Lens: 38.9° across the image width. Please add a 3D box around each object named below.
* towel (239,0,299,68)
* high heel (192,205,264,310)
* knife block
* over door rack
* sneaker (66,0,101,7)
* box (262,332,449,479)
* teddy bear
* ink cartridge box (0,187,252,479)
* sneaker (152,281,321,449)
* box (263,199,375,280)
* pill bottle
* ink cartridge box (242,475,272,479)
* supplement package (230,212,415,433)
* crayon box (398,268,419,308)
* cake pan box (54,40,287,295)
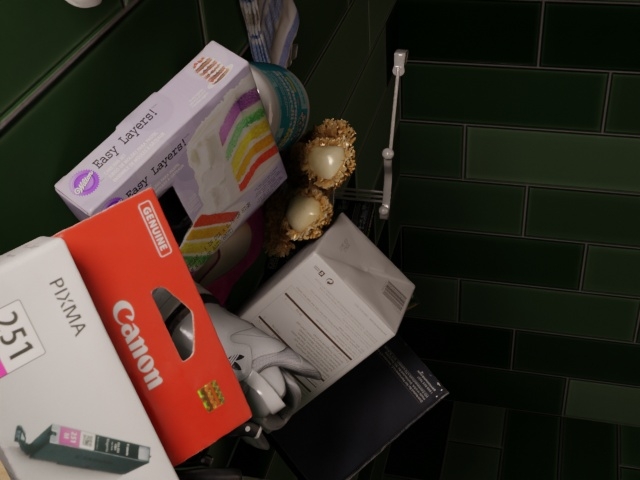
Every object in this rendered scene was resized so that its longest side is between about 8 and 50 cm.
[{"bbox_3d":[-0.088,-0.418,1.562,0.285,0.034,0.209,75,24,-55],"label":"towel"},{"bbox_3d":[-0.150,0.011,1.399,0.117,0.082,0.244,78,32,-61],"label":"high heel"},{"bbox_3d":[-0.201,0.205,0.913,0.276,0.242,0.088,18,77,-76],"label":"knife block"},{"bbox_3d":[0.025,-0.211,1.686,0.108,0.240,0.324,1,95,-82],"label":"over door rack"},{"bbox_3d":[-0.212,-0.362,0.824,0.114,0.152,0.305,-66,159,-58],"label":"sneaker"},{"bbox_3d":[0.051,0.325,1.715,0.294,0.182,0.296,-39,172,-13],"label":"box"},{"bbox_3d":[-0.019,-0.089,1.489,0.338,0.113,0.245,159,-53,-69],"label":"teddy bear"},{"bbox_3d":[-0.194,0.120,0.841,0.239,0.060,0.275,-30,107,-27],"label":"ink cartridge box"},{"bbox_3d":[-0.119,0.172,1.182,0.137,0.210,0.366,-52,170,-11],"label":"sneaker"},{"bbox_3d":[0.000,0.000,1.779,0.045,0.184,0.190,70,28,-53],"label":"box"},{"bbox_3d":[-0.102,-0.194,1.354,0.264,0.146,0.146,-35,130,-73],"label":"pill bottle"},{"bbox_3d":[-0.088,0.450,1.570,0.115,0.198,0.067,62,36,-67],"label":"ink cartridge box"},{"bbox_3d":[-0.023,0.131,1.440,0.293,0.175,0.177,-42,-174,27],"label":"supplement package"},{"bbox_3d":[0.000,0.169,1.678,0.203,0.323,0.083,-11,70,-60],"label":"crayon box"},{"bbox_3d":[-0.168,-0.068,1.092,0.267,0.070,0.245,-46,151,-18],"label":"cake pan box"}]
